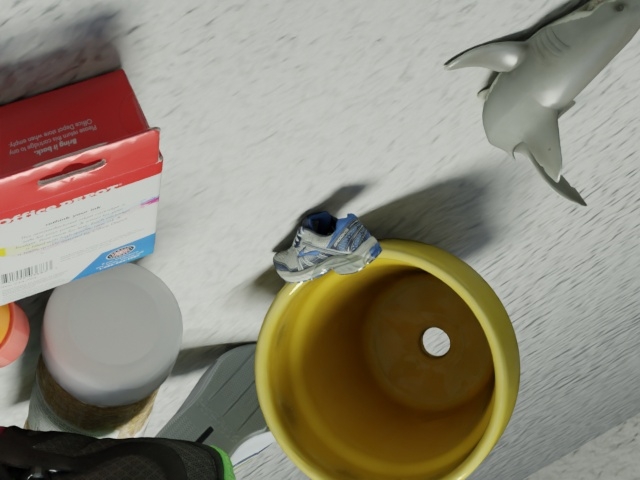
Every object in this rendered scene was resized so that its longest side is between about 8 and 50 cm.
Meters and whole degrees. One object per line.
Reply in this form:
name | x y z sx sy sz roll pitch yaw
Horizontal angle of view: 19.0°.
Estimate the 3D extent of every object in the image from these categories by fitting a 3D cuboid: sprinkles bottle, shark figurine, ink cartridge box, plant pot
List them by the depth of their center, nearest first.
ink cartridge box | -0.188 -0.042 1.358 0.134 0.078 0.231 -19 162 -14
shark figurine | 0.186 -0.094 1.622 0.166 0.116 0.278 -17 160 -14
sprinkles bottle | -0.210 0.137 1.783 0.121 0.121 0.355 -17 162 -19
plant pot | 0.089 0.117 1.929 0.254 0.254 0.239 -29 177 19

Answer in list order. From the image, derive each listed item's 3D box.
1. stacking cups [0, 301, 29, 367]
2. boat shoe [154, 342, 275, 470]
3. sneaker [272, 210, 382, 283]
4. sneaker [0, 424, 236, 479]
stacking cups | -0.293 0.037 1.464 0.096 0.096 0.316 -24 166 4
boat shoe | -0.116 0.200 2.009 0.094 0.109 0.302 -43 175 36
sneaker | 0.000 0.000 1.772 0.135 0.058 0.052 -13 -159 48
sneaker | -0.301 0.233 1.657 0.482 0.185 0.202 -3 157 22
